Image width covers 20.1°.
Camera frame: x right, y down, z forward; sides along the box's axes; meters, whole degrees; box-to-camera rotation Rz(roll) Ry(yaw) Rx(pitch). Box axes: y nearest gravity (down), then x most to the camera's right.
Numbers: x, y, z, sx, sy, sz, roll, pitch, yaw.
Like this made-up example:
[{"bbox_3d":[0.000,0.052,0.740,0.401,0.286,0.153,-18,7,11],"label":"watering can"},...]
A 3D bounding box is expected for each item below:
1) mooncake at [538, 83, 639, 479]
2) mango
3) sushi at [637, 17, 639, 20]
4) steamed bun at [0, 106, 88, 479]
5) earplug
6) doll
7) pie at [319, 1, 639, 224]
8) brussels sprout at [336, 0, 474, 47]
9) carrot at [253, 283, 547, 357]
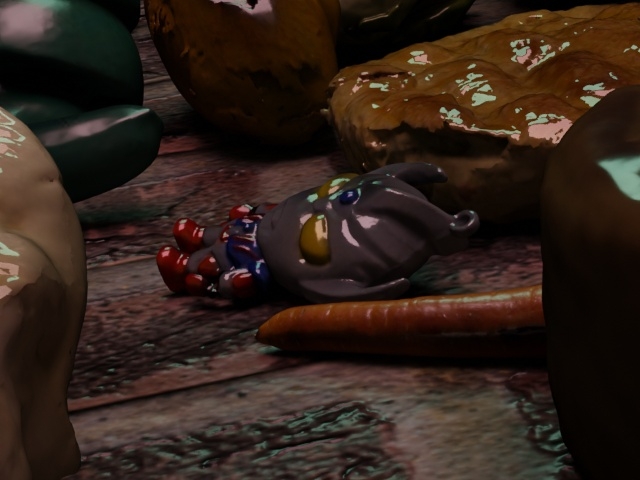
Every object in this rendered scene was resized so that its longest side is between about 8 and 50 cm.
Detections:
[{"bbox_3d":[0.232,0.009,0.751,0.284,0.155,0.284,-7,20,2],"label":"mooncake"},{"bbox_3d":[-0.048,-0.155,1.315,0.156,0.151,0.249,4,29,-24],"label":"mango"},{"bbox_3d":[0.327,-0.097,0.998,0.231,0.047,0.219,-5,36,-16],"label":"sushi"},{"bbox_3d":[-0.229,0.089,0.687,0.276,0.203,0.289,1,35,1],"label":"steamed bun"},{"bbox_3d":[-0.199,-0.129,1.281,0.164,0.280,0.257,11,-21,-12],"label":"earplug"},{"bbox_3d":[0.000,-0.001,1.006,0.194,0.062,0.104,-5,19,29],"label":"doll"},{"bbox_3d":[0.175,-0.090,1.146,0.339,0.083,0.339,-7,18,2],"label":"pie"},{"bbox_3d":[0.051,-0.205,1.476,0.181,0.100,0.139,-35,26,-26],"label":"brussels sprout"},{"bbox_3d":[0.051,0.041,0.907,0.190,0.037,0.037,-2,22,21],"label":"carrot"}]
